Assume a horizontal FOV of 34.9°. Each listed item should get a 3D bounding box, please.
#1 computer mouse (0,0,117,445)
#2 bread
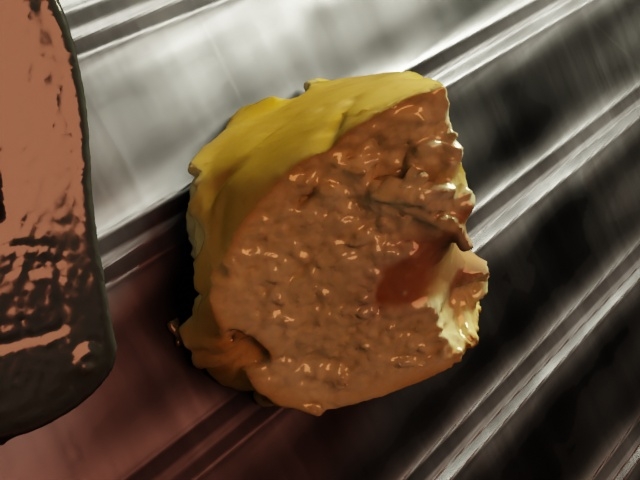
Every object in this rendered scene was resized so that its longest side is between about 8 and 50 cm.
[{"bbox_3d":[-0.189,-0.031,0.521,0.138,0.086,0.269,-8,94,-34],"label":"computer mouse"},{"bbox_3d":[-0.007,-0.001,0.684,0.211,0.224,0.183,-27,109,0],"label":"bread"}]
